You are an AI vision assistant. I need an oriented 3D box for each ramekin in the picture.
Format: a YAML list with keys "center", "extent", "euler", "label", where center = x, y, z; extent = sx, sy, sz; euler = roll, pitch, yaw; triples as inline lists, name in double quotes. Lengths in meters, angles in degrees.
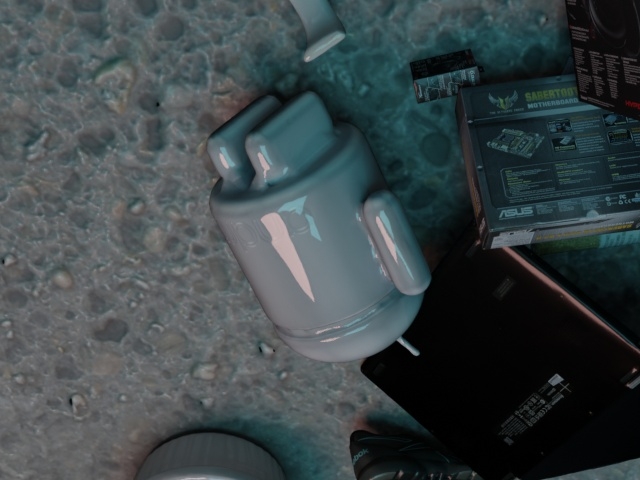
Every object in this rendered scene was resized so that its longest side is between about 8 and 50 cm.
- center: [-0.163, 0.400, 1.515]
  extent: [0.272, 0.127, 0.273]
  euler: [0, 120, -1]
  label: "ramekin"

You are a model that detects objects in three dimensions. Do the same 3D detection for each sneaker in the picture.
- center: [0.156, 0.325, 1.496]
  extent: [0.267, 0.106, 0.101]
  euler: [17, 115, -33]
  label: "sneaker"

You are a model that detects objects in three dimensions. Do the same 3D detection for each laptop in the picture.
- center: [0.329, 0.147, 1.354]
  extent: [0.408, 0.236, 0.382]
  euler: [40, 140, 8]
  label: "laptop"

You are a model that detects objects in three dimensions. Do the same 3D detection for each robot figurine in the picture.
- center: [0.000, 0.000, 1.239]
  extent: [0.300, 0.200, 0.353]
  euler: [5, 129, 51]
  label: "robot figurine"

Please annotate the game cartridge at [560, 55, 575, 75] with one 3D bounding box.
- center: [0.325, -0.181, 1.239]
  extent: [0.083, 0.017, 0.056]
  euler: [19, 120, 1]
  label: "game cartridge"

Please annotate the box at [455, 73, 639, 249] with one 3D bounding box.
- center: [0.279, -0.095, 1.164]
  extent: [0.231, 0.183, 0.056]
  euler: [-8, 156, -1]
  label: "box"

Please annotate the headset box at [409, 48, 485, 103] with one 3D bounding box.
- center: [0.149, -0.193, 1.213]
  extent: [0.083, 0.062, 0.032]
  euler: [-11, 119, 5]
  label: "headset box"

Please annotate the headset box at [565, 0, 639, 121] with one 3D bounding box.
- center: [0.318, -0.277, 1.020]
  extent: [0.110, 0.218, 0.293]
  euler: [-13, 104, -3]
  label: "headset box"

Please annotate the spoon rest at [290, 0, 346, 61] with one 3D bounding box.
- center: [-0.069, -0.328, 1.130]
  extent: [0.137, 0.084, 0.276]
  euler: [-30, 108, 18]
  label: "spoon rest"

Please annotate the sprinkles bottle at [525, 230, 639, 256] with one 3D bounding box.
- center: [0.372, -0.052, 1.261]
  extent: [0.355, 0.121, 0.121]
  euler: [-8, 119, 4]
  label: "sprinkles bottle"
